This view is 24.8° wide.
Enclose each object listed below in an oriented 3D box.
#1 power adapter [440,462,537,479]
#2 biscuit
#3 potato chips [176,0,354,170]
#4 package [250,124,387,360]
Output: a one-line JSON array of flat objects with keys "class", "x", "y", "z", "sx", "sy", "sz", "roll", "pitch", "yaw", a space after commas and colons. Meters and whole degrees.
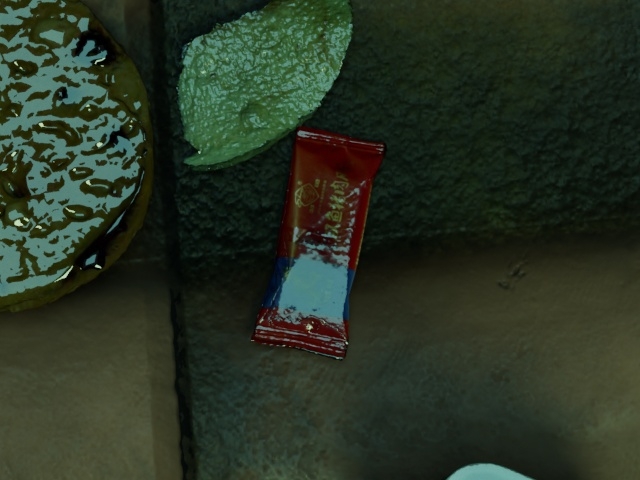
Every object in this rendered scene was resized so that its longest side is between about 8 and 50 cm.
[{"class": "power adapter", "x": 0.159, "y": 0.250, "z": 1.094, "sx": 0.187, "sy": 0.255, "sz": 0.124, "roll": 22, "pitch": 77, "yaw": 5}, {"class": "biscuit", "x": -0.279, "y": -0.080, "z": 1.254, "sx": 0.296, "sy": 0.075, "sz": 0.295, "roll": 1, "pitch": 80, "yaw": -4}, {"class": "potato chips", "x": -0.056, "y": -0.152, "z": 1.290, "sx": 0.142, "sy": 0.026, "sz": 0.209, "roll": 20, "pitch": 81, "yaw": 7}, {"class": "package", "x": 0.000, "y": 0.000, "z": 1.261, "sx": 0.083, "sy": 0.022, "sz": 0.200, "roll": 10, "pitch": 76, "yaw": 6}]
